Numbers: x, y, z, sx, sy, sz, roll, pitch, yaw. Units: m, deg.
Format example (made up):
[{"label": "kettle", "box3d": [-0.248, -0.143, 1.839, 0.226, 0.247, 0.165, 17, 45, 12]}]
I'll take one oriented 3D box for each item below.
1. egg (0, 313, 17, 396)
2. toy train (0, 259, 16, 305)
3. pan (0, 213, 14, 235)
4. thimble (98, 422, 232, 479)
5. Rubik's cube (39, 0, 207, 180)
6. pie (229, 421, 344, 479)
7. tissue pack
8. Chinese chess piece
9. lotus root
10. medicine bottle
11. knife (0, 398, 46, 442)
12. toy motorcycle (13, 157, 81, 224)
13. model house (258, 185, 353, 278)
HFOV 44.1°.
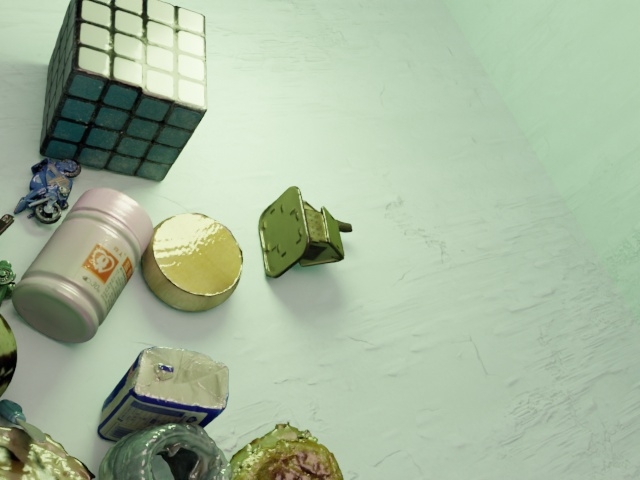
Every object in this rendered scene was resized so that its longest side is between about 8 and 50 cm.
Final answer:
[{"label": "egg", "box3d": [-0.770, 0.216, 1.478, 0.379, 0.287, 0.287, 15, 54, -22]}, {"label": "toy train", "box3d": [-0.739, 0.126, 1.704, 0.132, 0.083, 0.200, 14, 53, -11]}, {"label": "pan", "box3d": [-0.744, 0.023, 1.702, 0.136, 0.028, 0.235, 27, 57, 5]}, {"label": "thimble", "box3d": [-0.308, 0.473, 1.576, 0.250, 0.172, 0.205, 22, 53, -41]}, {"label": "Rubik's cube", "box3d": [-0.503, -0.399, 2.020, 0.337, 0.344, 0.344, 11, 54, -26]}, {"label": "pie", "box3d": [-0.075, 0.592, 1.798, 0.288, 0.103, 0.354, -6, 66, -28]}, {"label": "tissue pack", "box3d": [-0.337, 0.338, 1.683, 0.209, 0.269, 0.137, 13, 54, -24]}, {"label": "Chinese chess piece", "box3d": [-0.322, 0.054, 1.993, 0.257, 0.104, 0.257, 17, 52, -23]}, {"label": "lotus root", "box3d": [-0.559, 0.506, 1.443, 0.375, 0.111, 0.390, 22, 21, -22]}, {"label": "medicine bottle", "box3d": [-0.531, 0.054, 1.795, 0.202, 0.202, 0.316, 32, 49, -11]}, {"label": "knife", "box3d": [-0.580, 0.362, 1.557, 0.058, 0.244, 0.032, 40, 72, -37]}, {"label": "toy motorcycle", "box3d": [-0.663, -0.130, 1.924, 0.114, 0.076, 0.205, 19, 54, -10]}, {"label": "model house", "box3d": [0.000, 0.000, 2.188, 0.278, 0.205, 0.218, 12, 55, -35]}]
